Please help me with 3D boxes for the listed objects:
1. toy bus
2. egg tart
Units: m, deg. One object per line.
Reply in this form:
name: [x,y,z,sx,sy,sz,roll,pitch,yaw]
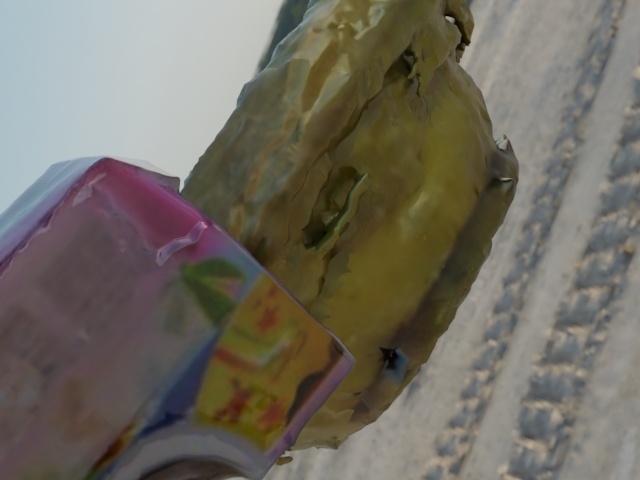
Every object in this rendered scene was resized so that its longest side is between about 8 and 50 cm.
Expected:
toy bus: [-0.116,0.103,0.340,0.274,0.112,0.090,-50,21,-19]
egg tart: [0.000,0.000,0.561,0.294,0.123,0.294,-57,1,2]
